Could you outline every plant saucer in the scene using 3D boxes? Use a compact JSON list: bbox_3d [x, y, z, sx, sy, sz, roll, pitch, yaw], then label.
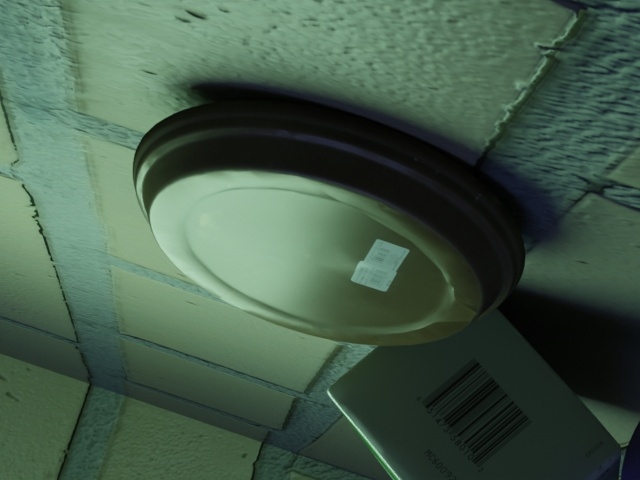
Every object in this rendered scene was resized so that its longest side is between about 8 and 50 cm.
[{"bbox_3d":[0.000,0.000,1.064,0.278,0.041,0.278,13,152,7],"label":"plant saucer"}]

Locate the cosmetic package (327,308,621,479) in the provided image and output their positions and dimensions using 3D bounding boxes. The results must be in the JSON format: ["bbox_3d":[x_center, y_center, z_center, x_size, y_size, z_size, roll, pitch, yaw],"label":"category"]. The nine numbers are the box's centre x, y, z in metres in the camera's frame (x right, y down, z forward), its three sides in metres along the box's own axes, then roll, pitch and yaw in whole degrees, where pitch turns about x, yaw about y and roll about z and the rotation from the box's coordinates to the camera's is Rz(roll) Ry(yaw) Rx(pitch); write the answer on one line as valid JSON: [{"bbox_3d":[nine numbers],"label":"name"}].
[{"bbox_3d":[0.147,0.190,1.361,0.197,0.155,0.365,48,175,21],"label":"cosmetic package"}]

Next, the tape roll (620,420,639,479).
[{"bbox_3d":[0.332,0.197,1.209,0.189,0.189,0.080,24,166,-20],"label":"tape roll"}]
